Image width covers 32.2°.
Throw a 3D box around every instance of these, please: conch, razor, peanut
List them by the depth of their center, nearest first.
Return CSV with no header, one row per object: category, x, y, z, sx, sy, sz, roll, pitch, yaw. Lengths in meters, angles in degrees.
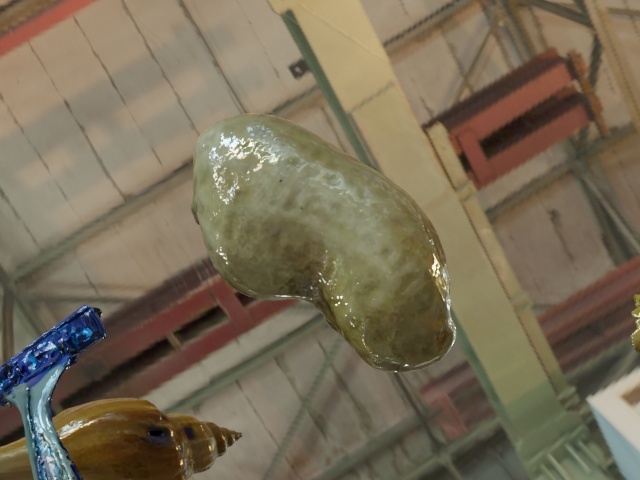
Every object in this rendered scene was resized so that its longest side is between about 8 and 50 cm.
razor,-0.141,0.175,0.663,0.093,0.324,0.056,-35,-38,8
peanut,0.000,0.000,0.843,0.253,0.122,0.137,30,-108,16
conch,-0.220,0.208,1.103,0.330,0.093,0.109,3,-112,-38

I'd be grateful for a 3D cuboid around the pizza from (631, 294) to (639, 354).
pizza,0.291,0.027,0.712,0.271,0.134,0.056,-16,-81,-18
